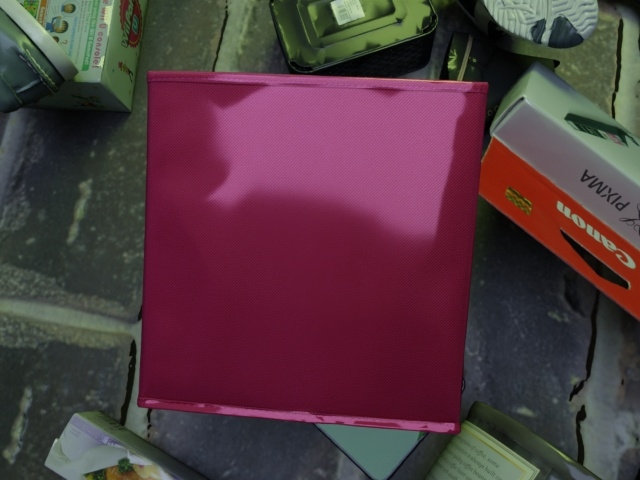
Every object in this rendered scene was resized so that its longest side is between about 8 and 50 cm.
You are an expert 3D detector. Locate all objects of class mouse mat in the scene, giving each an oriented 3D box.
[{"bbox_3d":[0.046,0.153,0.691,0.190,0.007,0.152,41,83,13],"label":"mouse mat"}]

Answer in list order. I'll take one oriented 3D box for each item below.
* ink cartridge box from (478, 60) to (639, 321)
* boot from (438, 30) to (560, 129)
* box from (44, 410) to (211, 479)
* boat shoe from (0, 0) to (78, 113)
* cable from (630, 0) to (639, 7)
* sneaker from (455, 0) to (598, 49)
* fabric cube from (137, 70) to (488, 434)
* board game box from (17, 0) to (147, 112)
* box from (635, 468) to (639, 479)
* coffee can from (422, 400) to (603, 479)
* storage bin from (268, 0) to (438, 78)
[{"bbox_3d":[0.284,-0.039,0.592,0.275,0.060,0.239,38,37,-1],"label":"ink cartridge box"},{"bbox_3d":[0.203,-0.146,0.719,0.137,0.077,0.197,13,79,2],"label":"boot"},{"bbox_3d":[-0.133,0.286,0.643,0.324,0.067,0.063,28,81,9],"label":"box"},{"bbox_3d":[-0.411,-0.264,0.673,0.319,0.116,0.099,42,80,6],"label":"boat shoe"},{"bbox_3d":[0.388,-0.310,0.764,0.139,0.072,0.287,-39,89,-22],"label":"cable"},{"bbox_3d":[0.229,-0.275,0.700,0.235,0.153,0.094,40,112,34],"label":"sneaker"},{"bbox_3d":[0.000,0.000,0.570,0.255,0.259,0.257,2,94,5],"label":"fabric cube"},{"bbox_3d":[-0.388,-0.286,0.782,0.304,0.097,0.223,4,78,7],"label":"board game box"},{"bbox_3d":[0.390,0.396,0.573,0.257,0.079,0.321,26,80,12],"label":"box"},{"bbox_3d":[0.145,0.315,0.546,0.202,0.201,0.275,37,82,11],"label":"coffee can"},{"bbox_3d":[0.039,-0.259,0.749,0.180,0.084,0.121,-18,76,-1],"label":"storage bin"}]
